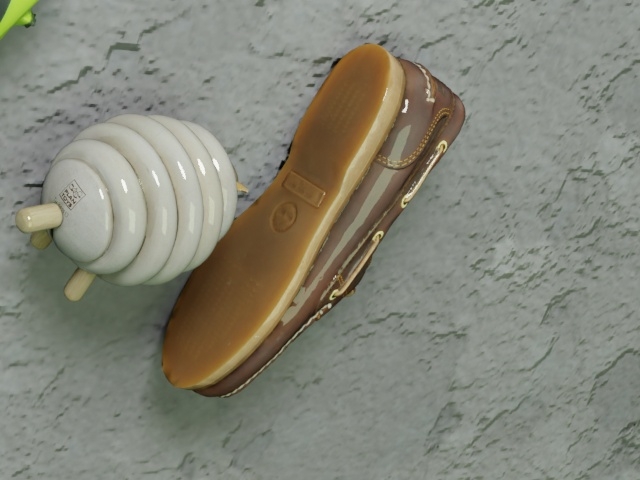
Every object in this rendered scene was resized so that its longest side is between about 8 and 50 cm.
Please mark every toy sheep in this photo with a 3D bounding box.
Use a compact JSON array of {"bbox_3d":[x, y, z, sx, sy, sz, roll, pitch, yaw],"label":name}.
[{"bbox_3d":[-0.089,-0.017,0.894,0.132,0.091,0.091,-21,135,-47],"label":"toy sheep"}]

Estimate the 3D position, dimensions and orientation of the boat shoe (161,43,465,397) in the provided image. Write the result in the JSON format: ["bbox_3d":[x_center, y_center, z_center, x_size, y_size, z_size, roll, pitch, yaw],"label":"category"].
[{"bbox_3d":[0.000,0.000,0.977,0.073,0.073,0.207,27,105,-42],"label":"boat shoe"}]

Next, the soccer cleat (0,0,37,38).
[{"bbox_3d":[-0.179,-0.079,0.808,0.072,0.060,0.179,35,92,-36],"label":"soccer cleat"}]
